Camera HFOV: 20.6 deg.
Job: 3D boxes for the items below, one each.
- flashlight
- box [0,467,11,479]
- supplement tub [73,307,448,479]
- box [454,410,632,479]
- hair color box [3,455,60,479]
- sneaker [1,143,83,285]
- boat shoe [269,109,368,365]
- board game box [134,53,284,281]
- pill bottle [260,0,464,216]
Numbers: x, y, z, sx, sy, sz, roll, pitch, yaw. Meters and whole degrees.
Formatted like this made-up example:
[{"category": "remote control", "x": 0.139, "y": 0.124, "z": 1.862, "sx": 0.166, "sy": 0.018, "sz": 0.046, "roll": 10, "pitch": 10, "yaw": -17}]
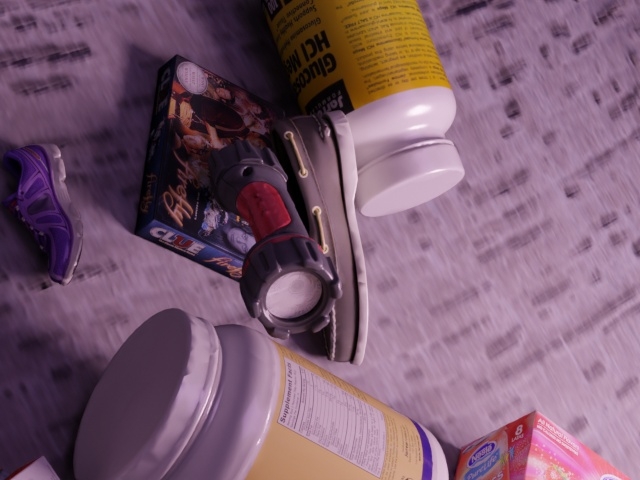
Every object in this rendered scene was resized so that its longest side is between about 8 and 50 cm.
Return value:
[{"category": "flashlight", "x": -0.062, "y": -0.013, "z": 1.907, "sx": 0.304, "sy": 0.103, "sz": 0.103, "roll": -118, "pitch": -167, "yaw": -55}, {"category": "box", "x": -0.308, "y": 0.311, "z": 1.678, "sx": 0.233, "sy": 0.044, "sz": 0.159, "roll": 39, "pitch": 45, "yaw": -19}, {"category": "supplement tub", "x": -0.060, "y": 0.233, "z": 1.806, "sx": 0.331, "sy": 0.241, "sz": 0.241, "roll": 31, "pitch": 48, "yaw": -25}, {"category": "box", "x": 0.309, "y": 0.361, "z": 2.137, "sx": 0.300, "sy": 0.142, "sz": 0.154, "roll": 37, "pitch": 45, "yaw": -20}, {"category": "hair color box", "x": -0.299, "y": 0.284, "z": 1.630, "sx": 0.093, "sy": 0.053, "sz": 0.167, "roll": 56, "pitch": 41, "yaw": -2}, {"category": "sneaker", "x": -0.303, "y": -0.025, "z": 1.885, "sx": 0.071, "sy": 0.068, "sz": 0.170, "roll": -6, "pitch": 61, "yaw": -28}, {"category": "boat shoe", "x": -0.001, "y": 0.000, "z": 2.087, "sx": 0.091, "sy": 0.109, "sz": 0.305, "roll": -6, "pitch": 89, "yaw": -14}, {"category": "board game box", "x": -0.127, "y": -0.084, "z": 2.080, "sx": 0.165, "sy": 0.042, "sz": 0.243, "roll": 26, "pitch": 51, "yaw": -29}, {"category": "pill bottle", "x": 0.057, "y": -0.209, "z": 2.215, "sx": 0.188, "sy": 0.188, "sz": 0.334, "roll": -7, "pitch": 70, "yaw": -44}]
